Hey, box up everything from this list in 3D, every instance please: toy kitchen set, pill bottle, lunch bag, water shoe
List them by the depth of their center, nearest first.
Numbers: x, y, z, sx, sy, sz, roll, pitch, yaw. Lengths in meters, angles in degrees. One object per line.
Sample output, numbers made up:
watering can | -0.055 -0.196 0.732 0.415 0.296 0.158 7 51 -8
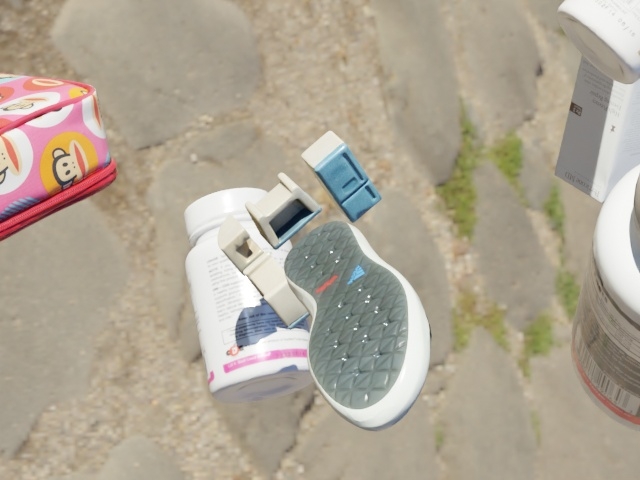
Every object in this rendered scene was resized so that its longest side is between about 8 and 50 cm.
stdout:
water shoe | 0.035 0.056 0.786 0.080 0.073 0.203 50 9 -27
pill bottle | 0.312 0.033 1.123 0.318 0.176 0.176 83 17 -62
lunch bag | -0.338 -0.087 1.257 0.258 0.293 0.120 -33 120 -36
pill bottle | 0.409 -0.309 1.611 0.229 0.131 0.131 -44 129 0
toy kitchen set | 0.000 0.000 1.688 0.207 0.166 0.122 -41 136 -3
pill bottle | -0.106 0.078 1.929 0.160 0.160 0.283 13 58 -52

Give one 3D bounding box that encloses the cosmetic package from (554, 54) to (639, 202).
cosmetic package | 0.455 -0.186 2.103 0.086 0.117 0.231 -11 123 -34
